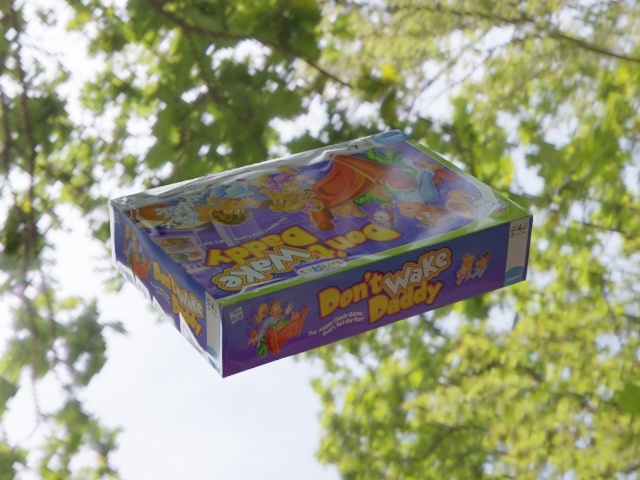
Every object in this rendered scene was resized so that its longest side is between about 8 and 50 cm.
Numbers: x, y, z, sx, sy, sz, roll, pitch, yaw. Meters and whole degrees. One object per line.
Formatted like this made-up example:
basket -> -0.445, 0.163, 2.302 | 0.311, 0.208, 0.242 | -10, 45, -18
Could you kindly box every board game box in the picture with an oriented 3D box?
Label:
board game box -> 0.000, 0.000, 1.319 | 0.233, 0.347, 0.078 | 38, -45, 47
